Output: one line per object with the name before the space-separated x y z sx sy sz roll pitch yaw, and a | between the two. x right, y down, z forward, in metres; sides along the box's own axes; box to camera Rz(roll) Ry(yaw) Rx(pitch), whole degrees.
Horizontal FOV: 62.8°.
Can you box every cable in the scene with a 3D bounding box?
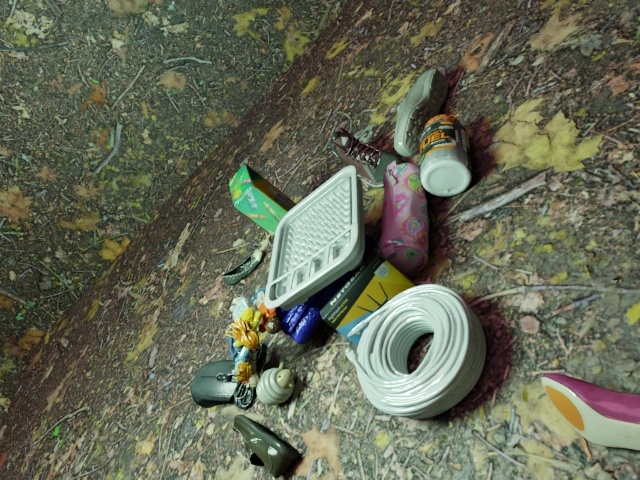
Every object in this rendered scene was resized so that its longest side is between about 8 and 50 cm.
cable | 0.180 0.206 0.977 0.257 0.089 0.257 -42 32 14

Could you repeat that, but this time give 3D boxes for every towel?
towel | -0.019 0.078 1.296 0.308 0.076 0.227 -53 34 -1

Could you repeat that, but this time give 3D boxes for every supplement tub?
supplement tub | 0.294 -0.205 1.238 0.117 0.117 0.190 -29 37 34

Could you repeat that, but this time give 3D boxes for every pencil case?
pencil case | 0.191 -0.056 1.214 0.124 0.124 0.284 -26 39 36

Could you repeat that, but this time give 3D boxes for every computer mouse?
computer mouse | -0.273 0.373 1.425 0.272 0.072 0.189 -25 40 37

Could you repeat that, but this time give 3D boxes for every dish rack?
dish rack | 0.000 0.000 1.213 0.285 0.072 0.333 -37 31 29

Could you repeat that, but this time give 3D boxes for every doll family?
doll family | -0.182 0.245 1.250 0.163 0.118 0.263 57 134 51

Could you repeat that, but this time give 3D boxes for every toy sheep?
toy sheep | -0.107 0.341 1.226 0.132 0.091 0.091 -49 27 33

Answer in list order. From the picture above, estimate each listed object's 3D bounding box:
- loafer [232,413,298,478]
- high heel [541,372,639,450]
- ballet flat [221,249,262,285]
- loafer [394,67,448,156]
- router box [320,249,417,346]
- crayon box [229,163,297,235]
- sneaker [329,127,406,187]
loafer | -0.140 0.450 1.151 0.220 0.080 0.078 6 62 55
high heel | 0.410 0.219 0.688 0.117 0.082 0.244 -26 13 -13
ballet flat | -0.257 0.089 1.731 0.173 0.049 0.057 -40 33 19
loafer | 0.264 -0.344 1.447 0.111 0.112 0.319 -20 34 49
router box | 0.106 0.131 1.107 0.179 0.133 0.046 -50 16 3
crayon box | -0.130 -0.085 1.520 0.081 0.278 0.165 -45 31 12
sneaker | 0.109 -0.242 1.481 0.106 0.162 0.281 -55 30 -6
